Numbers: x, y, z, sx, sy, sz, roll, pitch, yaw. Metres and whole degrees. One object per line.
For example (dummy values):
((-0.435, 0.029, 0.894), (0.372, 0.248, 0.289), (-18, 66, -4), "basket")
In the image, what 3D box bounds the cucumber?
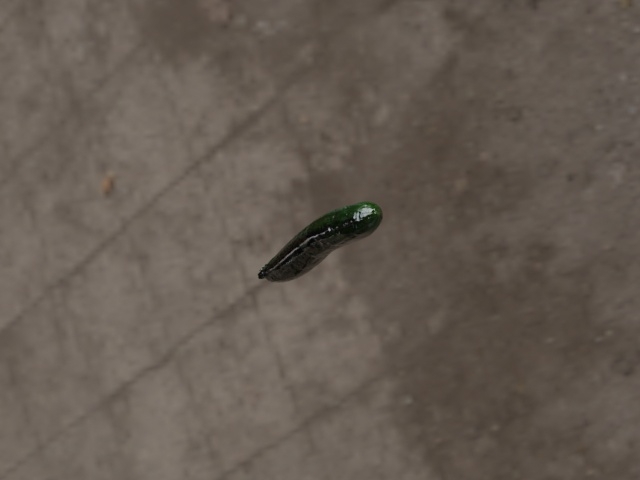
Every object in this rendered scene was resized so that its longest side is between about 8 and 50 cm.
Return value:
((0.000, 0.000, 1.499), (0.184, 0.033, 0.036), (148, 128, -60), "cucumber")
